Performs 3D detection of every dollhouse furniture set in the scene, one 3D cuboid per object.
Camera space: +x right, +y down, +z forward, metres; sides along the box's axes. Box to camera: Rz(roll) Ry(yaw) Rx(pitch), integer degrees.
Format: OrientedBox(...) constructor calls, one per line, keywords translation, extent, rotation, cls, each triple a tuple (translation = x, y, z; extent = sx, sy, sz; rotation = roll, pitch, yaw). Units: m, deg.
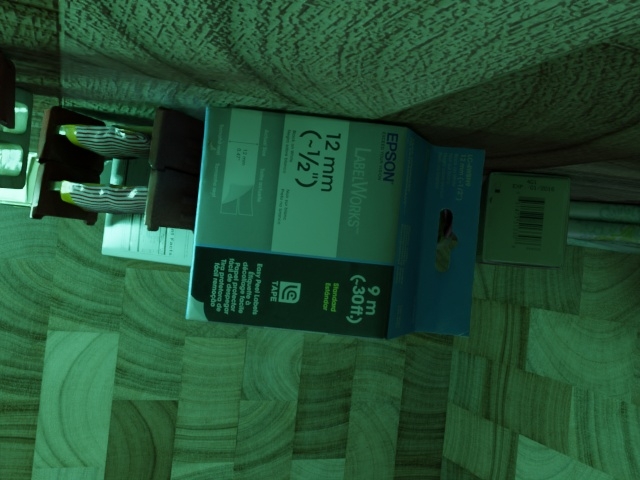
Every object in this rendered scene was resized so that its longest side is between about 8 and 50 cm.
OrientedBox(translation=(-0.313, -0.099, 0.722), extent=(0.201, 0.152, 0.374), rotation=(5, 179, 24), cls="dollhouse furniture set")

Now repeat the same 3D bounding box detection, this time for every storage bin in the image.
OrientedBox(translation=(-0.708, -0.141, 1.535), extent=(0.260, 0.123, 0.262), rotation=(6, 179, 2), cls="storage bin")

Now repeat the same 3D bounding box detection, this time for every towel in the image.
OrientedBox(translation=(0.602, -0.027, 1.398), extent=(0.374, 0.090, 0.320), rotation=(5, 180, 17), cls="towel")

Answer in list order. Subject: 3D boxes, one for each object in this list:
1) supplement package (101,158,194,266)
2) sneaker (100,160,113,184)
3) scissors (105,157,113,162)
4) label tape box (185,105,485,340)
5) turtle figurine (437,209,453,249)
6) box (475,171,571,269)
OrientedBox(translation=(-0.156, -0.056, 0.971), extent=(0.262, 0.198, 0.199), rotation=(6, 178, 23), cls="supplement package")
OrientedBox(translation=(-0.403, -0.115, 1.353), extent=(0.146, 0.105, 0.295), rotation=(1, 178, 31), cls="sneaker")
OrientedBox(translation=(-0.438, -0.173, 1.184), extent=(0.109, 0.021, 0.297), rotation=(7, 177, -17), cls="scissors")
OrientedBox(translation=(0.028, -0.015, 0.764), extent=(0.347, 0.249, 0.115), rotation=(6, 179, 2), cls="label tape box")
OrientedBox(translation=(0.141, -0.028, 1.188), extent=(0.198, 0.275, 0.266), rotation=(41, -165, 17), cls="turtle figurine")
OrientedBox(translation=(0.340, -0.028, 1.092), extent=(0.126, 0.149, 0.232), rotation=(5, 180, 11), cls="box")
